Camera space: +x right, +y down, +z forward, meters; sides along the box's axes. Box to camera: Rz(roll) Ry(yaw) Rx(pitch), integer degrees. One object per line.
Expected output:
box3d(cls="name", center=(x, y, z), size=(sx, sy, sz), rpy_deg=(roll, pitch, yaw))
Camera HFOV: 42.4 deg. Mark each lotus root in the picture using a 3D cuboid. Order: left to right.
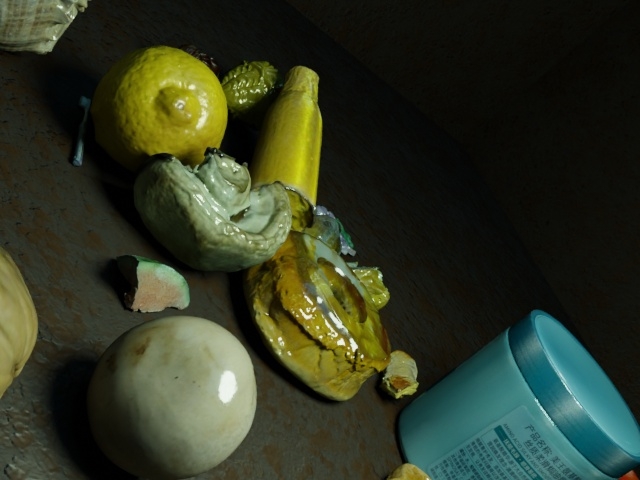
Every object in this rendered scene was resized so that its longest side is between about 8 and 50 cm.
box3d(cls="lotus root", center=(0.000, 0.000, 1.799), size=(0.192, 0.088, 0.113), rpy_deg=(-49, 123, -63))

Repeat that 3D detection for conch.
box3d(cls="conch", center=(-0.511, -0.406, 1.367), size=(0.352, 0.210, 0.297), rpy_deg=(-18, 40, -21))

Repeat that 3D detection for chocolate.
box3d(cls="chocolate", center=(-0.057, -0.212, 1.805), size=(0.162, 0.162, 0.445), rpy_deg=(37, 42, -28))

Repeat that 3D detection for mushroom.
box3d(cls="mushroom", center=(-0.174, 0.206, 1.023), size=(0.215, 0.207, 0.207), rpy_deg=(74, -5, -51))
box3d(cls="mushroom", center=(-0.185, -0.030, 1.380), size=(0.267, 0.189, 0.164), rpy_deg=(24, 48, -47))

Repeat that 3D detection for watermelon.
box3d(cls="watermelon", center=(-0.258, 0.065, 1.259), size=(0.101, 0.080, 0.155), rpy_deg=(20, 3, 38))

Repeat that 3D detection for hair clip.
box3d(cls="hair clip", center=(0.027, -0.016, 1.962), size=(0.195, 0.052, 0.124), rpy_deg=(27, 39, -61))

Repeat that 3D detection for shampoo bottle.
box3d(cls="shampoo bottle", center=(0.372, 0.362, 1.564), size=(0.331, 0.343, 0.331), rpy_deg=(41, 22, -20))

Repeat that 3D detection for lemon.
box3d(cls="lemon", center=(-0.276, -0.220, 1.423), size=(0.233, 0.233, 0.288), rpy_deg=(43, -10, -16))

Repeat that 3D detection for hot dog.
box3d(cls="hot dog", center=(0.159, 0.284, 1.664), size=(0.078, 0.061, 0.169), rpy_deg=(6, 20, 7))

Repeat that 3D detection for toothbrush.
box3d(cls="toothbrush", center=(-0.413, -0.193, 1.426), size=(0.019, 0.016, 0.219), rpy_deg=(33, 26, -31))

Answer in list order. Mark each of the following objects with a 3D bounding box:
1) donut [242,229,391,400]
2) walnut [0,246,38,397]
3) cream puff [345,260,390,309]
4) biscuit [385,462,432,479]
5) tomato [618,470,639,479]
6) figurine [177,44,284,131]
box3d(cls="donut", center=(-0.006, 0.120, 1.492), size=(0.330, 0.160, 0.330), rpy_deg=(36, 25, -20))
box3d(cls="walnut", center=(-0.396, 0.067, 0.756), size=(0.261, 0.225, 0.225), rpy_deg=(34, 25, -22))
box3d(cls="cream puff", center=(0.068, 0.109, 1.701), size=(0.121, 0.156, 0.156), rpy_deg=(-23, 68, -29))
box3d(cls="biscuit", center=(0.168, 0.512, 1.303), size=(0.287, 0.057, 0.344), rpy_deg=(51, 21, 6))
box3d(cls="tomato", center=(0.563, 0.555, 1.729), size=(0.298, 0.226, 0.298), rpy_deg=(-22, 90, -79))
box3d(cls="figurine", center=(-0.241, -0.349, 1.895), size=(0.315, 0.168, 0.187), rpy_deg=(-2, 64, -52))
